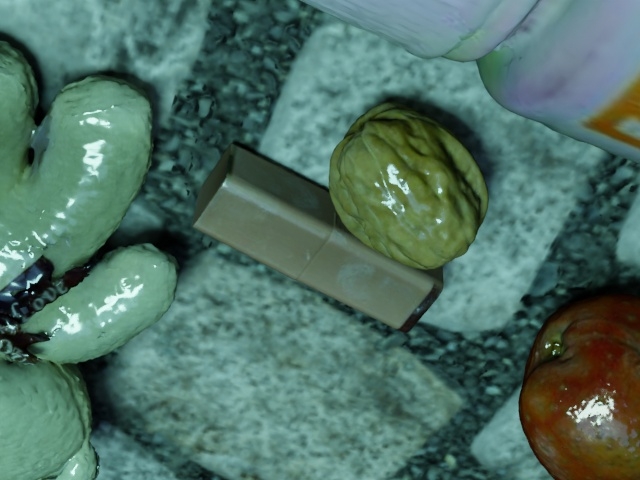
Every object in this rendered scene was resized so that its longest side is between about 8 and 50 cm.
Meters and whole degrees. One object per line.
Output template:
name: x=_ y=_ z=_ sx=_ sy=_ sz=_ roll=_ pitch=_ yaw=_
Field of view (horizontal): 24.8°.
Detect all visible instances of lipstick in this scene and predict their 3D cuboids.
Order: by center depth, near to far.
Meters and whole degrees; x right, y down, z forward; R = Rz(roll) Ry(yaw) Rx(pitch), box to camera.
lipstick: x=0.000 y=0.000 z=0.845 sx=0.145 sy=0.045 sz=0.045 roll=27 pitch=124 yaw=-16

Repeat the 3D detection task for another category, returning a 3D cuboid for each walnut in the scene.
walnut: x=0.049 y=-0.028 z=0.804 sx=0.082 sy=0.079 sz=0.096 roll=-32 pitch=111 yaw=18

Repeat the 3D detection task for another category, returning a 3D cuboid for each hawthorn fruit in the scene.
hawthorn fruit: x=0.173 y=0.093 z=0.861 sx=0.128 sy=0.128 sz=0.128 roll=1 pitch=125 yaw=2

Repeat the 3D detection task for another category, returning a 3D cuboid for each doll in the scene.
doll: x=-0.192 y=0.025 z=0.826 sx=0.175 sy=0.149 sz=0.278 roll=28 pitch=113 yaw=23

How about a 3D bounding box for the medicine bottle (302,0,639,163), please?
medicine bottle: x=0.180 y=-0.134 z=0.640 sx=0.388 sy=0.219 sz=0.219 roll=22 pitch=123 yaw=-12
